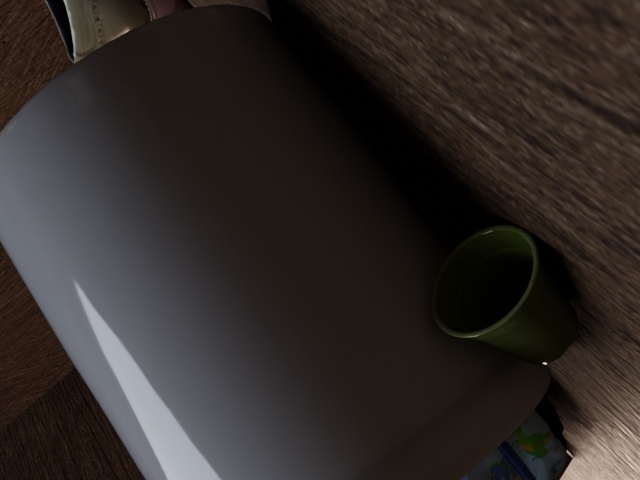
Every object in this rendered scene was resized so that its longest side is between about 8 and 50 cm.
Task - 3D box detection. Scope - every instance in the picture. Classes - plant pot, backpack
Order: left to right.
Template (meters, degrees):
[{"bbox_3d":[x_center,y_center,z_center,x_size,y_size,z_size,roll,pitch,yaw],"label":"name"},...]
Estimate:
[{"bbox_3d":[0.170,0.230,0.945,0.290,0.273,0.355,54,164,15],"label":"backpack"},{"bbox_3d":[0.132,0.044,0.514,0.079,0.083,0.083,35,-175,-31],"label":"plant pot"}]

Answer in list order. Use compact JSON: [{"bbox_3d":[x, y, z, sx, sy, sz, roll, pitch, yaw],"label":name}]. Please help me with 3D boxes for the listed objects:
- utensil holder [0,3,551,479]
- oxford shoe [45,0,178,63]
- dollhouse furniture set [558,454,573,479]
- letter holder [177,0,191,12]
[{"bbox_3d":[-0.057,0.049,0.652,0.385,0.328,0.327,53,178,8],"label":"utensil holder"},{"bbox_3d":[-0.300,-0.355,0.737,0.397,0.146,0.140,56,166,-29],"label":"oxford shoe"},{"bbox_3d":[0.184,0.401,1.178,0.286,0.303,0.198,37,148,15],"label":"dollhouse furniture set"},{"bbox_3d":[-0.288,-0.273,1.155,0.152,0.214,0.302,50,177,-16],"label":"letter holder"}]
